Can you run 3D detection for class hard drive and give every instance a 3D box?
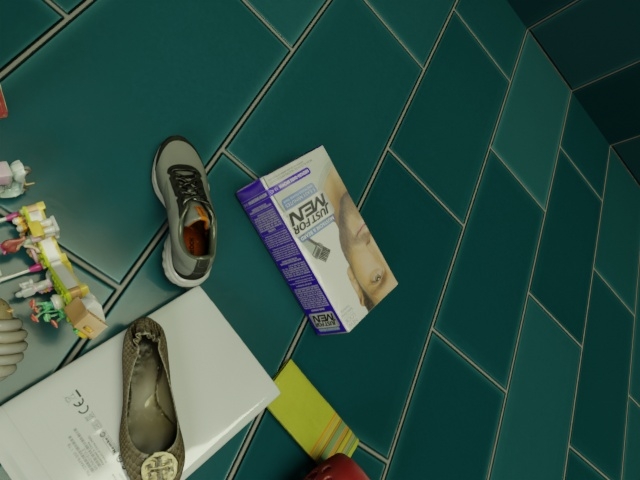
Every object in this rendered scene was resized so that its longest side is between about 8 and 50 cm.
[{"bbox_3d":[-0.261,0.250,0.723,0.353,0.047,0.233,-34,81,-37],"label":"hard drive"}]

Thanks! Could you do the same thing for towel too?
[{"bbox_3d":[-0.018,0.349,0.937,0.237,0.021,0.102,53,50,-14],"label":"towel"}]

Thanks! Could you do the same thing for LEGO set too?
[{"bbox_3d":[-0.398,0.037,0.657,0.107,0.132,0.287,-23,71,-33],"label":"LEGO set"}]

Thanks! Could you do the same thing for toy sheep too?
[{"bbox_3d":[-0.429,0.141,0.630,0.091,0.091,0.132,4,85,-36],"label":"toy sheep"}]

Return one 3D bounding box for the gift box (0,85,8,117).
[{"bbox_3d":[-0.535,-0.206,0.546,0.255,0.258,0.276,-14,107,-40],"label":"gift box"}]

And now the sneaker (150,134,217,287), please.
[{"bbox_3d":[-0.221,-0.062,0.826,0.100,0.108,0.271,-1,70,-34],"label":"sneaker"}]

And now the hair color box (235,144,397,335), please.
[{"bbox_3d":[0.000,0.000,0.985,0.185,0.110,0.338,-37,103,-38],"label":"hair color box"}]

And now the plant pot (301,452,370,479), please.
[{"bbox_3d":[0.015,0.490,0.812,0.174,0.191,0.191,-27,95,-25],"label":"plant pot"}]

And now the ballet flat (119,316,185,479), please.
[{"bbox_3d":[-0.238,0.226,0.681,0.084,0.058,0.249,0,62,-27],"label":"ballet flat"}]
